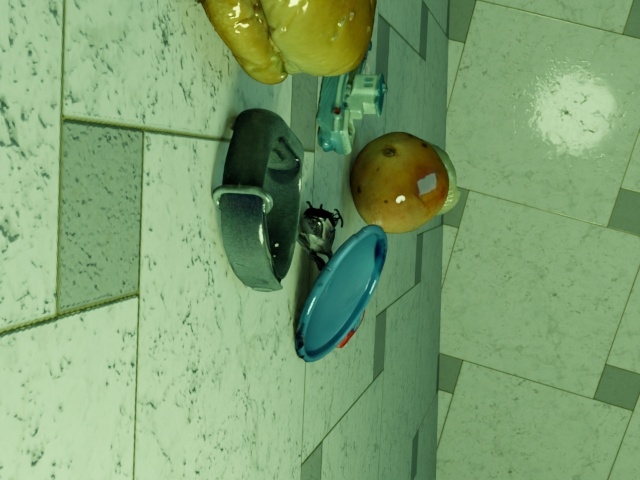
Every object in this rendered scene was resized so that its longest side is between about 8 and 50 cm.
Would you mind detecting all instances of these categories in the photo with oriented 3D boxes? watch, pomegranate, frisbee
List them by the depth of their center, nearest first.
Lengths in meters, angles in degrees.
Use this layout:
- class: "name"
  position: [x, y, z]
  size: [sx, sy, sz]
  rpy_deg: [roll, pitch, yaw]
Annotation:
- class: "watch"
  position: [-0.068, -0.045, 1.111]
  size: [0.206, 0.068, 0.193]
  rpy_deg: [54, 41, -73]
- class: "frisbee"
  position: [0.026, 0.078, 1.477]
  size: [0.242, 0.045, 0.242]
  rpy_deg: [-48, 157, -29]
- class: "pomegranate"
  position: [0.143, -0.105, 1.761]
  size: [0.191, 0.191, 0.191]
  rpy_deg: [3, 90, -77]

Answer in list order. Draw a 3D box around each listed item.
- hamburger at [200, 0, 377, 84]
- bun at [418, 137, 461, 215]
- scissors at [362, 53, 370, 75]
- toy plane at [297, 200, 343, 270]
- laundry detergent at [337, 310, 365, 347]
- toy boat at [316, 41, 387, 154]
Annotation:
- class: "hamburger"
  position: [-0.028, -0.320, 0.990]
  size: [0.314, 0.170, 0.290]
  rpy_deg: [48, 41, -70]
- class: "bun"
  position: [0.195, -0.137, 1.927]
  size: [0.128, 0.193, 0.178]
  rpy_deg: [-72, 164, -45]
- class: "scissors"
  position: [0.065, -0.327, 1.677]
  size: [0.242, 0.030, 0.118]
  rpy_deg: [69, 27, -66]
- class: "toy plane"
  position: [0.000, -0.001, 1.453]
  size: [0.197, 0.053, 0.078]
  rpy_deg: [64, 44, -64]
- class: "laundry detergent"
  position: [0.036, 0.145, 1.648]
  size: [0.165, 0.049, 0.097]
  rpy_deg: [-39, 135, -69]
- class: "toy boat"
  position: [0.059, -0.236, 1.529]
  size: [0.088, 0.102, 0.215]
  rpy_deg: [74, 23, -61]
